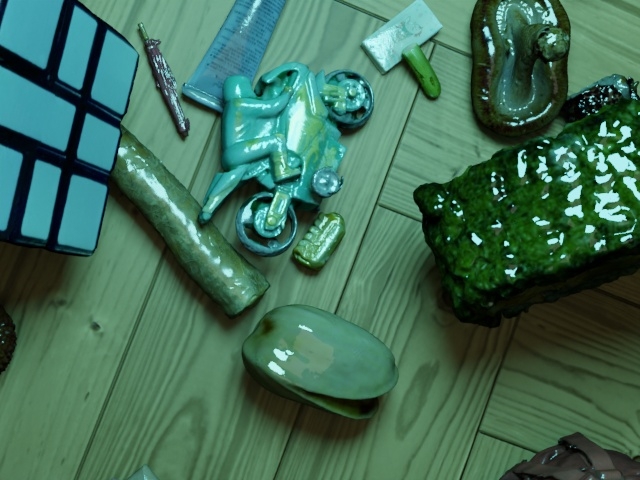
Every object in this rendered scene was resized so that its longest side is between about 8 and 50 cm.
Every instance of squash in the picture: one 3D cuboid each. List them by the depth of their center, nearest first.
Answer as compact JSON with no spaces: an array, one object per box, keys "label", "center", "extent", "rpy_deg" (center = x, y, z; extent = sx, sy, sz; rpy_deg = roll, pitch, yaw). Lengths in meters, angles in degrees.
[{"label":"squash","center":[0.145,-0.235,1.136],"extent":[0.027,0.027,0.083],"rpy_deg":[-41,115,-8]}]

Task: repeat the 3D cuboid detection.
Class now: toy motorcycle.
[{"label":"toy motorcycle","center":[-0.054,-0.130,1.067],"extent":[0.198,0.109,0.296],"rpy_deg":[29,73,-12]}]

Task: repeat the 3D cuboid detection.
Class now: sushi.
[{"label":"sushi","center":[0.319,-0.024,1.022],"extent":[0.352,0.294,0.178],"rpy_deg":[-22,72,17]},{"label":"sushi","center":[0.396,-0.182,1.143],"extent":[0.094,0.098,0.084],"rpy_deg":[-24,89,-4]}]

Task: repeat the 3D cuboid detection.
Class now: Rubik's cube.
[{"label":"Rubik's cube","center":[-0.407,-0.149,0.899],"extent":[0.289,0.293,0.283],"rpy_deg":[10,88,13]}]

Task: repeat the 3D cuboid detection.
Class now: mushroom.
[{"label":"mushroom","center":[0.281,-0.263,1.067],"extent":[0.148,0.217,0.226],"rpy_deg":[-7,88,-2]}]

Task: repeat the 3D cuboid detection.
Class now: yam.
[{"label":"yam","center":[-0.207,-0.042,1.065],"extent":[0.081,0.081,0.356],"rpy_deg":[-44,93,-8]}]

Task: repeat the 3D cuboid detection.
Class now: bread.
[{"label":"bread","center":[0.000,0.000,1.112],"extent":[0.049,0.033,0.088],"rpy_deg":[31,79,9]}]

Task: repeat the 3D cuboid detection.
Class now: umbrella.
[{"label":"umbrella","center":[-0.210,-0.217,1.095],"extent":[0.027,0.025,0.165],"rpy_deg":[-21,90,17]}]

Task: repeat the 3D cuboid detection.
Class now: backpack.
[{"label":"backpack","center":[0.336,0.340,1.054],"extent":[0.229,0.229,0.138],"rpy_deg":[-11,86,-8]}]

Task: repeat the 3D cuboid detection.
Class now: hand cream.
[{"label":"hand cream","center":[-0.098,-0.296,1.102],"extent":[0.088,0.055,0.256],"rpy_deg":[25,87,-15]}]

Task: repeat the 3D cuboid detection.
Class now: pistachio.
[{"label":"pistachio","center":[-0.001,0.161,1.059],"extent":[0.206,0.131,0.129],"rpy_deg":[24,127,-7]}]

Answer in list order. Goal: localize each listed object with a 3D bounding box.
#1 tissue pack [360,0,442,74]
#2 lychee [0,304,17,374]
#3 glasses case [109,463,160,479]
[{"label":"tissue pack","center":[0.115,-0.289,1.145],"extent":[0.108,0.023,0.056],"rpy_deg":[-40,95,-7]},{"label":"lychee","center":[-0.447,0.126,1.000],"extent":[0.123,0.129,0.123],"rpy_deg":[7,108,24]},{"label":"glasses case","center":[-0.282,0.371,1.038],"extent":[0.193,0.070,0.102],"rpy_deg":[-39,92,-8]}]
